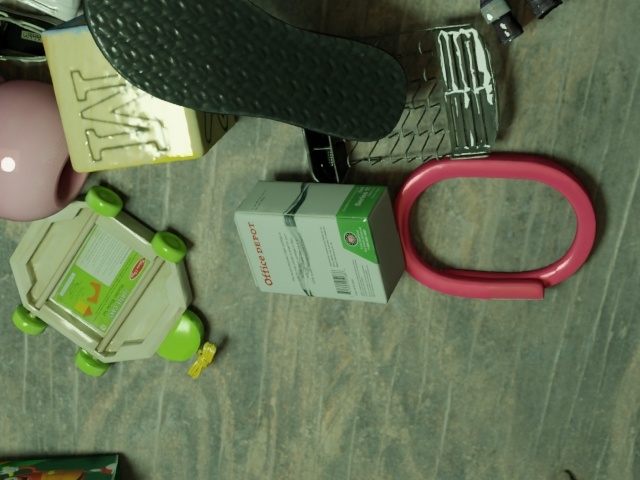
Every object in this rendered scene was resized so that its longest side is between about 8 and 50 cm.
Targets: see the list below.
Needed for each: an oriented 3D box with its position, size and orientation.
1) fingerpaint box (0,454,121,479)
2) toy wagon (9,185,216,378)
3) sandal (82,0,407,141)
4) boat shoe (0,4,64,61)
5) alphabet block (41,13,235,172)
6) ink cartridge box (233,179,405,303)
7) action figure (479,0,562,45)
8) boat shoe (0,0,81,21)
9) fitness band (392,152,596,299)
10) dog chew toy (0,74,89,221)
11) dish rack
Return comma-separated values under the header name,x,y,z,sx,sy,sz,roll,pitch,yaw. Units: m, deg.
name,x,y,z,sx,sy,sz,roll,pitch,yaw
fingerpaint box,-0.501,0.588,1.968,0.371,0.163,0.445,-4,110,-2
toy wagon,-0.308,0.087,1.847,0.344,0.068,0.267,35,113,-4
sandal,-0.101,-0.228,1.516,0.446,0.107,0.167,19,93,-27
boat shoe,-0.471,-0.302,1.731,0.219,0.070,0.078,7,111,8
alphabet block,-0.244,-0.220,1.655,0.193,0.192,0.197,-5,108,15
ink cartridge box,0.000,0.000,1.699,0.208,0.087,0.153,4,129,25
action figure,0.189,-0.393,1.559,0.185,0.099,0.285,-33,97,27
boat shoe,-0.461,-0.373,1.689,0.258,0.095,0.084,18,108,5
fitness band,0.245,-0.021,1.710,0.291,0.054,0.209,2,108,9
dog chew toy,-0.496,-0.161,1.728,0.332,0.206,0.206,24,113,11
dish rack,0.106,-0.190,1.646,0.271,0.074,0.208,-3,111,22
